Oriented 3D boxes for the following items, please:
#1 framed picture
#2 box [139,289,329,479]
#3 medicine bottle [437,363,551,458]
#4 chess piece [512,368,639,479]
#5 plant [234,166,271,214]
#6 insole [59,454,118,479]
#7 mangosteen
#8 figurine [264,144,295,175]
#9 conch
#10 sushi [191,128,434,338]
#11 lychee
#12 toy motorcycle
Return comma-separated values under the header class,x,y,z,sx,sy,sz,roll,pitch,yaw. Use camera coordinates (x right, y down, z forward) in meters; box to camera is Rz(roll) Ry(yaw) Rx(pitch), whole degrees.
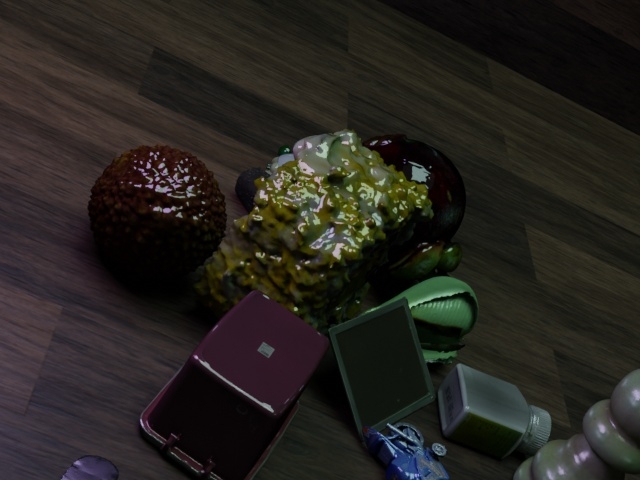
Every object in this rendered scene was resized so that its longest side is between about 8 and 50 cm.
class,x,y,z,sx,sy,sz,roll,pitch,yaw
framed picture,0.107,0.218,2.006,0.252,0.014,0.197,-17,90,-53
box,-0.116,0.217,1.744,0.193,0.167,0.294,36,30,3
medicine bottle,0.312,0.315,2.077,0.188,0.088,0.132,23,31,-16
chess piece,0.488,0.347,1.953,0.182,0.330,0.182,24,32,-16
plant,-0.104,-0.083,2.273,0.092,0.094,0.143,-16,49,-39
insole,-0.340,0.350,1.465,0.086,0.005,0.253,25,33,15
mangosteen,0.156,-0.061,2.315,0.311,0.311,0.311,24,31,-15
figurine,-0.042,-0.134,2.414,0.197,0.093,0.147,-6,69,-58
conch,0.194,0.160,2.170,0.137,0.143,0.250,5,24,41
sushi,0.000,0.000,1.983,0.240,0.351,0.396,38,31,11
lychee,-0.265,-0.048,1.916,0.236,0.236,0.271,23,-8,-17
toy motorcycle,0.149,0.375,1.859,0.114,0.076,0.205,0,42,-33
